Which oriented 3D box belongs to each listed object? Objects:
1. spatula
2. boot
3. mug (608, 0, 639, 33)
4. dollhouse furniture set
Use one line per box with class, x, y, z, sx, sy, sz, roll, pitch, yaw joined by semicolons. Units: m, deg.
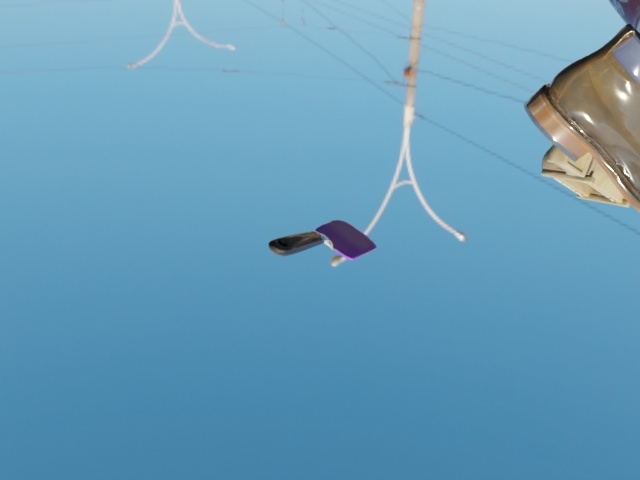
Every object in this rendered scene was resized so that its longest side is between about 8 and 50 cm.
spatula;0.000;0.000;1.001;0.084;0.030;0.296;40;-164;17
boot;0.297;-0.091;0.604;0.219;0.106;0.082;30;-142;-17
mug;0.336;-0.290;0.724;0.113;0.150;0.169;-29;-119;8
dollhouse furniture set;0.402;-0.161;1.031;0.182;0.161;0.101;23;179;-35
